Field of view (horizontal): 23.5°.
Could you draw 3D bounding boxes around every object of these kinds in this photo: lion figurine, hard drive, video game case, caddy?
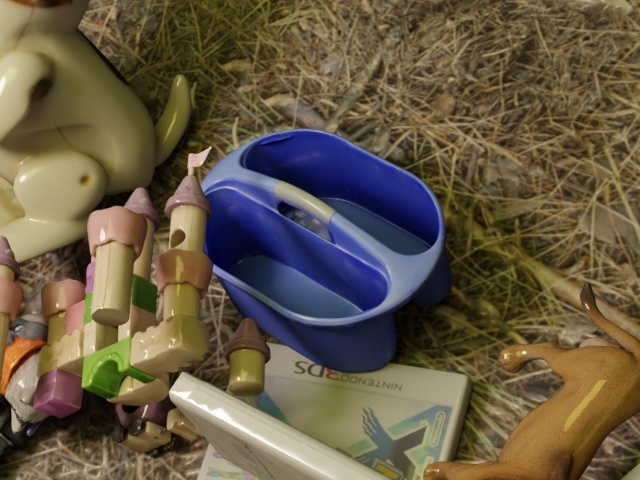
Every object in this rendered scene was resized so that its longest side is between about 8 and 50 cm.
[{"bbox_3d":[0.257,0.216,1.656,0.392,0.142,0.240,-61,21,-11],"label":"lion figurine"},{"bbox_3d":[-0.008,0.258,1.692,0.307,0.203,0.040,24,71,28],"label":"hard drive"},{"bbox_3d":[-0.002,0.289,1.815,0.300,0.036,0.329,7,65,22],"label":"video game case"},{"bbox_3d":[0.000,0.000,1.869,0.341,0.179,0.241,29,66,33],"label":"caddy"}]

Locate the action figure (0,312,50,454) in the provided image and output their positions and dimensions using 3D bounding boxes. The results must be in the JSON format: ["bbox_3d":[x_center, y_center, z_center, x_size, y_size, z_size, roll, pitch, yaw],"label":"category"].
[{"bbox_3d":[-0.455,0.174,1.945,0.330,0.178,0.341,15,61,38],"label":"action figure"}]

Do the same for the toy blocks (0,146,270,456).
[{"bbox_3d":[-0.221,0.058,1.813,0.288,0.309,0.260,-25,50,34],"label":"toy blocks"}]

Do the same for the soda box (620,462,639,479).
[{"bbox_3d":[0.460,0.215,1.668,0.286,0.098,0.091,-40,58,-5],"label":"soda box"}]

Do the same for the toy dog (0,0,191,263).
[{"bbox_3d":[-0.364,-0.222,1.962,0.395,0.408,0.284,-16,28,-11],"label":"toy dog"}]
